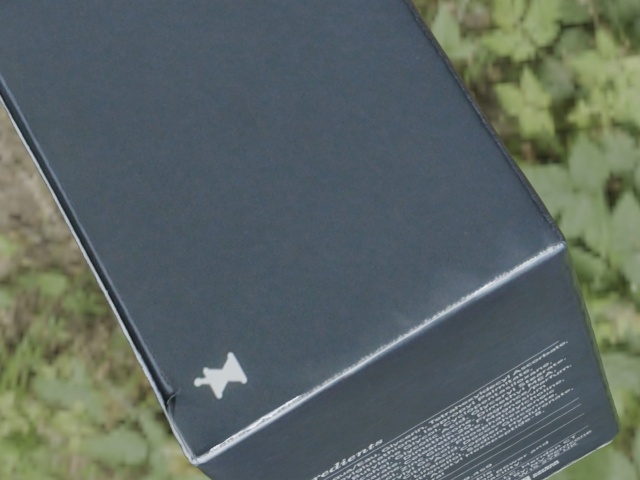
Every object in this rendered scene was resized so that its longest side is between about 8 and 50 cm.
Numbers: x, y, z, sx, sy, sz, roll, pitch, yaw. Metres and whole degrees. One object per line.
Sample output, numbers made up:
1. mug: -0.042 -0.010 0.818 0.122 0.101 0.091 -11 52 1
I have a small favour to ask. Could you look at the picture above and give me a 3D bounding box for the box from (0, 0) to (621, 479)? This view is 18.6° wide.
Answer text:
1. box: 0.000 0.000 1.132 0.212 0.293 0.395 -31 158 2
